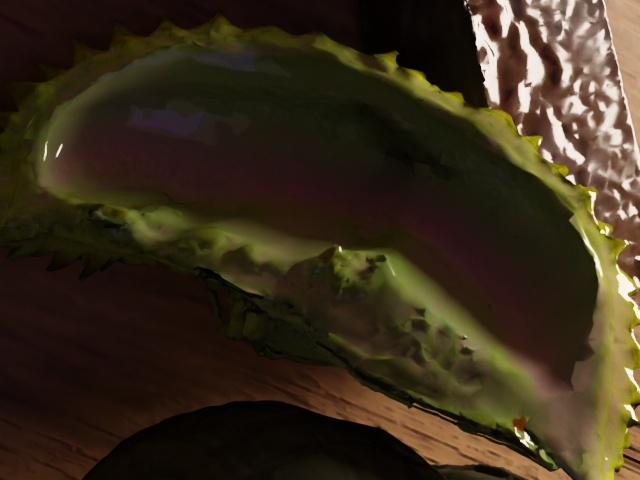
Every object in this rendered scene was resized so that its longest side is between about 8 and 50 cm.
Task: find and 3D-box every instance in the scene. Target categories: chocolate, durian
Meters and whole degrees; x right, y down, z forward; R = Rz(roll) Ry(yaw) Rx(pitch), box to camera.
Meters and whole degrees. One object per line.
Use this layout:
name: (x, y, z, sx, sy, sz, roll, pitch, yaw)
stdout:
chocolate: (0.099, -0.088, 1.056, 0.112, 0.112, 0.321, -21, 104, -29)
durian: (-0.002, -0.004, 0.951, 0.355, 0.169, 0.157, 20, 114, 8)

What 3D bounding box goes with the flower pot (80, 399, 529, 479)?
flower pot: (-0.023, 0.225, 0.950, 0.213, 0.302, 0.302, 21, 88, -36)
